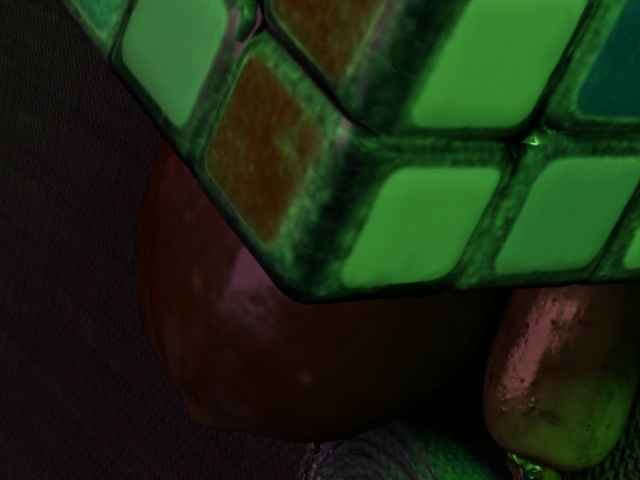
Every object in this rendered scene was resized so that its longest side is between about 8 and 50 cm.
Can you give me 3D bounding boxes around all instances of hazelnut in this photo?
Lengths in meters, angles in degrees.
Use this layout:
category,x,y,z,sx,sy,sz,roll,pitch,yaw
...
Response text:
category,x,y,z,sx,sy,sz,roll,pitch,yaw
hazelnut,0.000,0.000,0.818,0.214,0.176,0.214,-44,22,23

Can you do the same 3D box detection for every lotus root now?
category,x,y,z,sx,sy,sz,roll,pitch,yaw
lotus root,0.105,0.056,0.754,0.072,0.063,0.152,24,103,50

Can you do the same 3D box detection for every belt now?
category,x,y,z,sx,sy,sz,roll,pitch,yaw
belt,0.045,0.155,0.829,0.163,0.082,0.147,16,96,60

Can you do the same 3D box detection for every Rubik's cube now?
category,x,y,z,sx,sy,sz,roll,pitch,yaw
Rubik's cube,0.080,-0.178,0.556,0.292,0.287,0.293,52,130,37
